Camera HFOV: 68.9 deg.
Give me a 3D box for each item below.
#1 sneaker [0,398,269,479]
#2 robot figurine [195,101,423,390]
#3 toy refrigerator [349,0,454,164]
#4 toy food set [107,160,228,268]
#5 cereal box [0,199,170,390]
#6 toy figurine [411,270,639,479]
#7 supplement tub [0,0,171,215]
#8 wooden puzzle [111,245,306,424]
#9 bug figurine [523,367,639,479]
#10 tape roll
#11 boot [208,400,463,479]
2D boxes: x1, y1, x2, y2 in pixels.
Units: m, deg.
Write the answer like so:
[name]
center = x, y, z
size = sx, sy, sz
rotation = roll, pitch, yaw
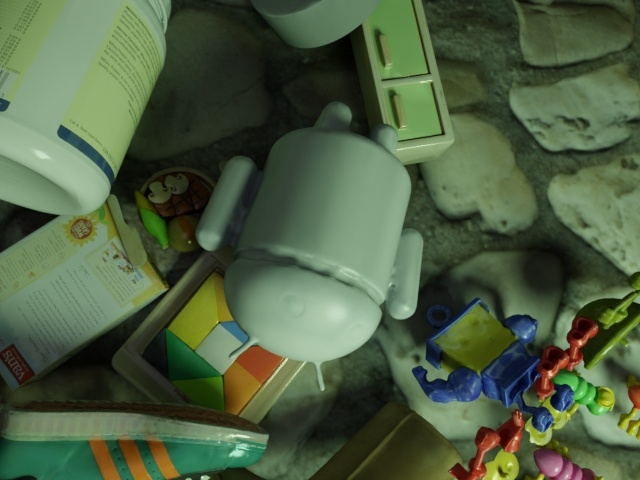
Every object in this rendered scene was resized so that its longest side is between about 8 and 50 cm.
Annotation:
[sneaker]
center = -0.215, 0.259, 0.548
size = 0.302, 0.108, 0.121
rotation = 8, 80, -12
[robot figurine]
center = 0.000, 0.000, 0.604
size = 0.299, 0.200, 0.354
rotation = 21, 69, -8
[toy refrigerator]
center = 0.119, -0.260, 0.725
size = 0.102, 0.094, 0.270
rotation = -9, 82, -6
[toy food set]
center = -0.196, -0.049, 0.670
size = 0.192, 0.038, 0.132
rotation = -23, 80, -22
[cereal box]
center = -0.363, 0.067, 0.658
size = 0.240, 0.047, 0.173
rotation = -35, 86, -8
[toy figurine]
center = 0.244, 0.124, 0.629
size = 0.362, 0.191, 0.217
rotation = -36, 44, -17
[supplement tub]
center = -0.342, -0.220, 0.599
size = 0.235, 0.235, 0.325
rotation = 14, 70, -2
[wooden puzzle]
center = -0.140, 0.148, 0.664
size = 0.221, 0.044, 0.239
rotation = 39, 80, 3
[bug figurine]
center = 0.399, 0.291, 0.636
size = 0.216, 0.072, 0.279
rotation = 27, 64, 6
[tape roll]
center = -0.001, -0.402, 0.695
size = 0.219, 0.072, 0.219
rotation = -10, 68, 26
[boot]
center = 0.010, 0.305, 0.615
size = 0.269, 0.089, 0.236
rotation = -30, 49, -29
